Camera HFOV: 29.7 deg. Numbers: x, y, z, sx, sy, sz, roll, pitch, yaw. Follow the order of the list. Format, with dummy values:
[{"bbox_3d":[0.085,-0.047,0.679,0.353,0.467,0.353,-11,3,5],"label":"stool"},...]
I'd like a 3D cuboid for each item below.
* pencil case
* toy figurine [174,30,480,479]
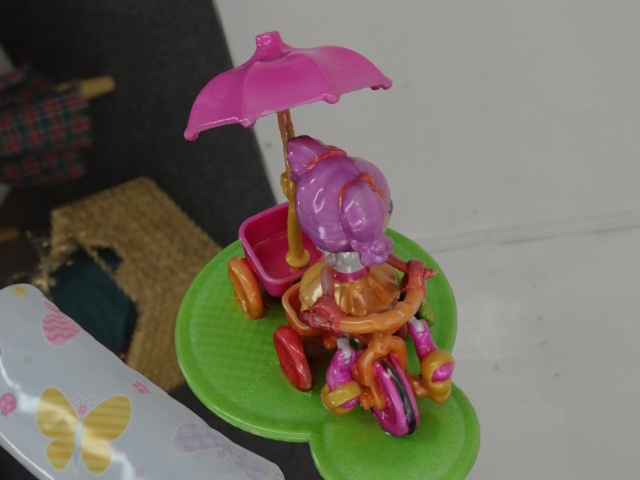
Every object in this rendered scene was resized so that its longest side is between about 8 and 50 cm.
[{"bbox_3d":[-0.156,0.144,0.888,0.273,0.113,0.124,34,175,16],"label":"pencil case"},{"bbox_3d":[0.000,0.000,0.482,0.173,0.130,0.159,55,162,39],"label":"toy figurine"}]
